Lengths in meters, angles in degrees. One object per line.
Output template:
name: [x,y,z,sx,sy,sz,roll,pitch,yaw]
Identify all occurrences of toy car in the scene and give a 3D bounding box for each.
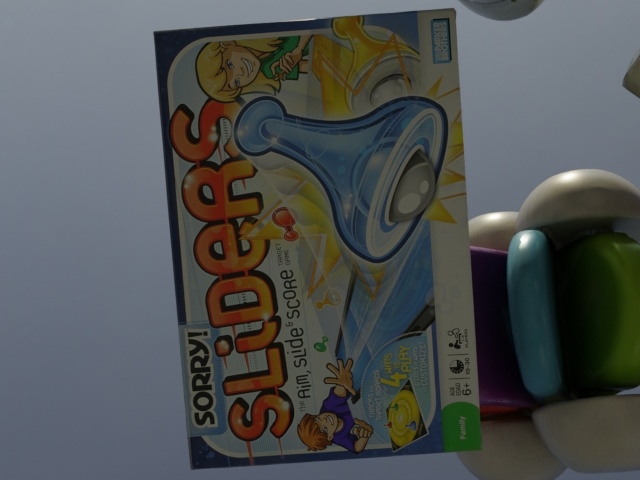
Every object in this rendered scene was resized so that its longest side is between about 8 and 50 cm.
toy car: [0.101,0.049,0.577,0.182,0.136,0.159,148,-55,-59]

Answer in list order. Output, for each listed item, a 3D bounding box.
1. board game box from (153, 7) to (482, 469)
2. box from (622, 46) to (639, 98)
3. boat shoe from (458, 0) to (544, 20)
board game box: [0.000,0.000,0.488,0.136,0.035,0.201,-5,-85,1]
box: [0.261,-0.065,0.386,0.232,0.127,0.148,39,-55,16]
boat shoe: [0.074,-0.204,0.544,0.113,0.340,0.127,-34,-70,4]
